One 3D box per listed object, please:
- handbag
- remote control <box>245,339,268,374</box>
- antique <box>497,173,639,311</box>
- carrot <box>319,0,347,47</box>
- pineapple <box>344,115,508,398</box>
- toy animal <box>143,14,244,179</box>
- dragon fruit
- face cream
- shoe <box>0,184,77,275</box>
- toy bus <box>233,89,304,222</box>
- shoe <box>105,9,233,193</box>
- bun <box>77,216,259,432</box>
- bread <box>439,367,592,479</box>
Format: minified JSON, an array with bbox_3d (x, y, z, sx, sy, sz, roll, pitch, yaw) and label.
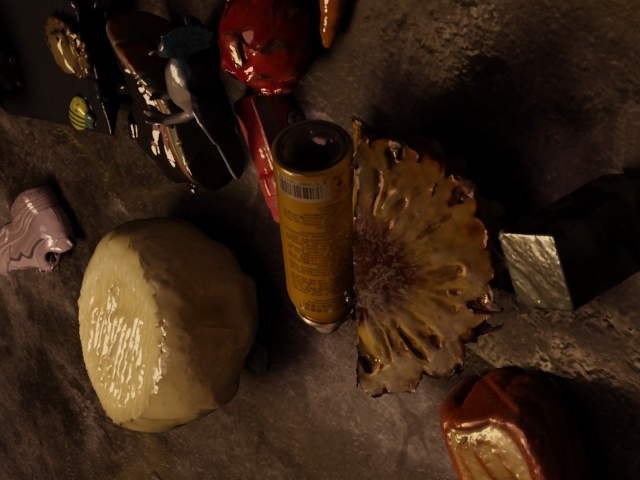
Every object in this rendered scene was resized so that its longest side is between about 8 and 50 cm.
[{"bbox_3d":[-0.426,-0.327,2.118,0.329,0.122,0.303,17,133,43],"label":"handbag"},{"bbox_3d":[-0.127,0.163,2.163,0.124,0.017,0.053,37,136,34],"label":"remote control"},{"bbox_3d":[0.288,-0.004,1.426,0.088,0.183,0.086,6,118,57],"label":"antique"},{"bbox_3d":[0.022,-0.379,1.634,0.069,0.069,0.336,32,136,35],"label":"carrot"},{"bbox_3d":[0.143,-0.010,1.655,0.208,0.286,0.344,0,109,6],"label":"pineapple"},{"bbox_3d":[-0.161,-0.208,1.851,0.176,0.255,0.239,-24,65,32],"label":"toy animal"},{"bbox_3d":[-0.074,-0.265,1.755,0.136,0.133,0.166,33,131,38],"label":"dragon fruit"},{"bbox_3d":[0.000,0.000,1.806,0.105,0.105,0.349,37,150,32],"label":"face cream"},{"bbox_3d":[-0.523,0.012,2.492,0.138,0.095,0.245,56,136,15],"label":"shoe"},{"bbox_3d":[-0.054,-0.115,1.864,0.065,0.077,0.192,-10,102,55],"label":"toy bus"},{"bbox_3d":[-0.227,-0.201,2.004,0.137,0.114,0.291,-16,101,58],"label":"shoe"},{"bbox_3d":[-0.227,0.127,2.097,0.359,0.210,0.360,6,97,56],"label":"bun"},{"bbox_3d":[0.253,0.288,1.694,0.190,0.123,0.244,-17,98,52],"label":"bread"}]
